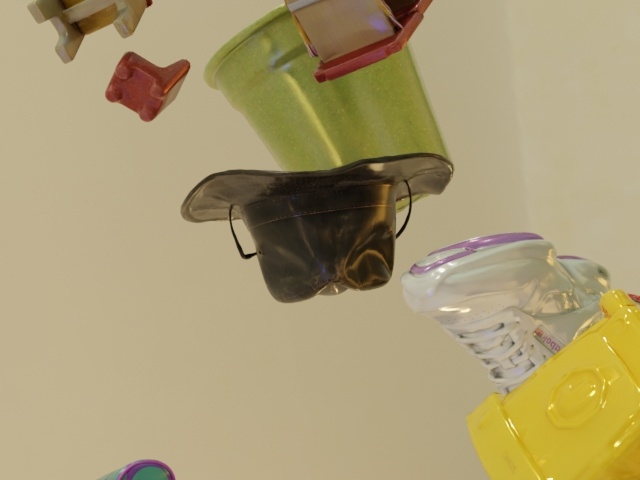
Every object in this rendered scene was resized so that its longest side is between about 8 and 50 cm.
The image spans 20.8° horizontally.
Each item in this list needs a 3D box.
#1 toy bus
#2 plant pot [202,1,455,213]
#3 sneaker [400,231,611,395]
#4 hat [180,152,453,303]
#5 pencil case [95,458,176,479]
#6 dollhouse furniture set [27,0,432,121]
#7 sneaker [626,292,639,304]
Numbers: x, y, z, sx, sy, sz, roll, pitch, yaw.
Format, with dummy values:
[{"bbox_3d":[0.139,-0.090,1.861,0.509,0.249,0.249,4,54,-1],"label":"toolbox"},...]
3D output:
[{"bbox_3d":[0.236,0.125,1.088,0.220,0.211,0.149,33,-165,-32],"label":"toy bus"},{"bbox_3d":[0.032,-0.154,2.160,0.276,0.276,0.253,-8,-111,-61],"label":"plant pot"},{"bbox_3d":[0.182,0.078,1.540,0.305,0.114,0.152,13,-113,-52],"label":"sneaker"},{"bbox_3d":[0.000,0.000,1.898,0.331,0.331,0.133,8,-106,-59],"label":"hat"},{"bbox_3d":[-0.186,0.246,1.598,0.070,0.152,0.064,18,-116,-25],"label":"pencil case"},{"bbox_3d":[-0.091,-0.256,1.848,0.201,0.374,0.152,59,-148,-21],"label":"dollhouse furniture set"},{"bbox_3d":[0.321,0.131,2.104,0.104,0.262,0.125,9,-104,-35],"label":"sneaker"}]
